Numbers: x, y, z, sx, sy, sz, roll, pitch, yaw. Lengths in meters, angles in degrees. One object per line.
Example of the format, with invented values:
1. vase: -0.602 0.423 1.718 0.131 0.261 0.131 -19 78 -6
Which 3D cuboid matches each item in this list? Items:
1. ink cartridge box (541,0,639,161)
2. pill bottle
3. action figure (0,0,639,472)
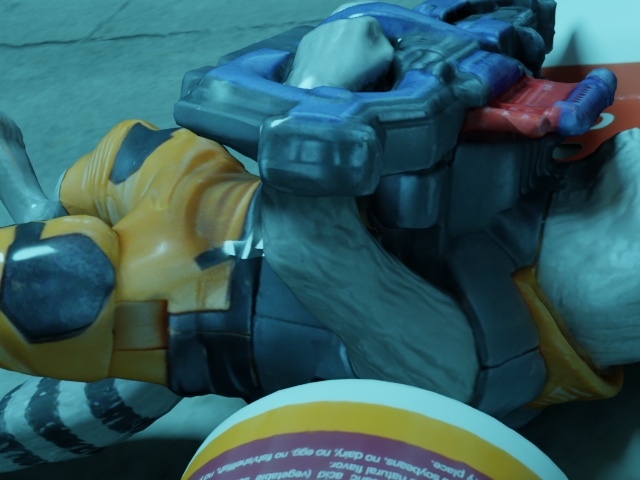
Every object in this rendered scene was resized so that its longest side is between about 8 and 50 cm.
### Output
1. ink cartridge box: 0.118 -0.094 0.820 0.145 0.045 0.179 2 35 42
2. pill bottle: -0.007 0.144 0.423 0.121 0.121 0.221 -12 31 25
3. action figure: 0.000 0.000 0.688 0.330 0.178 0.341 -2 12 25
